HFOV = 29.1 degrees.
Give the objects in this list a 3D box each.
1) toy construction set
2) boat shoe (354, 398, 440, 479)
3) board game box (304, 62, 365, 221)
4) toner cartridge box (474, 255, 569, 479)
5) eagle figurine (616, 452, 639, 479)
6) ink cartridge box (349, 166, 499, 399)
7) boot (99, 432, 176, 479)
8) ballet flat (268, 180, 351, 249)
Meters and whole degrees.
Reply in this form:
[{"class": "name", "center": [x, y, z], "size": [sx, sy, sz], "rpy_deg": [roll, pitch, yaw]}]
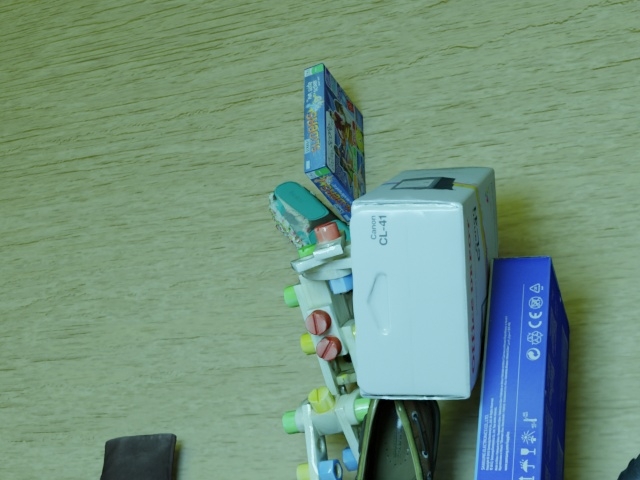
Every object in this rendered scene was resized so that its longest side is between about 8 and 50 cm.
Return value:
[{"class": "toy construction set", "center": [0.016, 0.127, 1.550], "size": [0.151, 0.327, 0.215], "rpy_deg": [2, 16, 21]}, {"class": "boat shoe", "center": [0.080, 0.317, 1.418], "size": [0.111, 0.104, 0.307], "rpy_deg": [-7, 78, 20]}, {"class": "board game box", "center": [0.022, -0.146, 1.830], "size": [0.035, 0.136, 0.201], "rpy_deg": [-17, 50, 22]}, {"class": "toner cartridge box", "center": [0.233, 0.206, 1.412], "size": [0.075, 0.165, 0.347], "rpy_deg": [-2, 55, 18]}, {"class": "eagle figurine", "center": [0.353, 0.373, 1.243], "size": [0.226, 0.225, 0.298], "rpy_deg": [46, 50, 6]}, {"class": "ink cartridge box", "center": [0.133, 0.041, 1.455], "size": [0.131, 0.306, 0.226], "rpy_deg": [-1, 100, 14]}, {"class": "boot", "center": [-0.220, 0.354, 1.654], "size": [0.248, 0.090, 0.206], "rpy_deg": [-10, 56, 31]}, {"class": "ballet flat", "center": [0.000, 0.000, 1.782], "size": [0.091, 0.077, 0.241], "rpy_deg": [-17, 40, -18]}]
